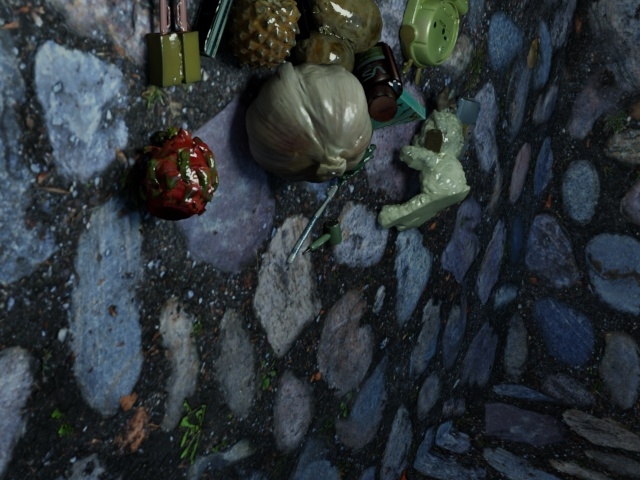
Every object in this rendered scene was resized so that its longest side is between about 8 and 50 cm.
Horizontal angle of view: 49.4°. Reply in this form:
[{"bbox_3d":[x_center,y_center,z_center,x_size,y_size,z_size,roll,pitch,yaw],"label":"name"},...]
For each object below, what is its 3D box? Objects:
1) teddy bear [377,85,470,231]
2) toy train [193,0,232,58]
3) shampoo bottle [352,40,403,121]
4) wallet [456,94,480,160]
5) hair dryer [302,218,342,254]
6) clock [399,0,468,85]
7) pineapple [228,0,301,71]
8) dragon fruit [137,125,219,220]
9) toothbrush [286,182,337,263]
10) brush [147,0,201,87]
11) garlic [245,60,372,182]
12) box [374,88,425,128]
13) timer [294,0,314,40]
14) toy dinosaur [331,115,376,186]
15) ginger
[{"bbox_3d":[0.336,-0.268,2.329,0.327,0.375,0.362,9,58,-57],"label":"teddy bear"},{"bbox_3d":[-0.205,-0.504,1.434,0.048,0.055,0.251,14,96,-58],"label":"toy train"},{"bbox_3d":[0.142,-0.408,1.779,0.323,0.129,0.084,-91,157,-53],"label":"shampoo bottle"},{"bbox_3d":[0.501,-0.408,2.526,0.170,0.069,0.230,-3,116,-51],"label":"wallet"},{"bbox_3d":[0.000,0.000,2.046,0.150,0.047,0.071,-34,133,-28],"label":"hair dryer"},{"bbox_3d":[0.335,-0.634,2.124,0.235,0.096,0.307,12,99,-58],"label":"clock"},{"bbox_3d":[-0.127,-0.445,1.500,0.166,0.166,0.193,-36,161,-41],"label":"pineapple"},{"bbox_3d":[-0.296,-0.138,1.431,0.160,0.167,0.171,64,32,-68],"label":"dragon fruit"},{"bbox_3d":[-0.025,-0.051,1.989,0.275,0.019,0.025,-59,141,-16],"label":"toothbrush"},{"bbox_3d":[-0.290,-0.424,1.363,0.103,0.047,0.233,-28,128,-46],"label":"brush"},{"bbox_3d":[-0.027,-0.262,1.643,0.241,0.322,0.321,-73,159,-47],"label":"garlic"},{"bbox_3d":[0.182,-0.384,1.979,0.229,0.162,0.041,20,67,-57],"label":"box"},{"bbox_3d":[-0.055,-0.560,1.554,0.055,0.144,0.187,-15,133,-1],"label":"timer"},{"bbox_3d":[0.108,-0.251,1.908,0.120,0.079,0.292,-46,171,-49],"label":"toy dinosaur"},{"bbox_3d":[0.029,-0.481,1.724,0.304,0.155,0.244,-61,155,2],"label":"ginger"}]
